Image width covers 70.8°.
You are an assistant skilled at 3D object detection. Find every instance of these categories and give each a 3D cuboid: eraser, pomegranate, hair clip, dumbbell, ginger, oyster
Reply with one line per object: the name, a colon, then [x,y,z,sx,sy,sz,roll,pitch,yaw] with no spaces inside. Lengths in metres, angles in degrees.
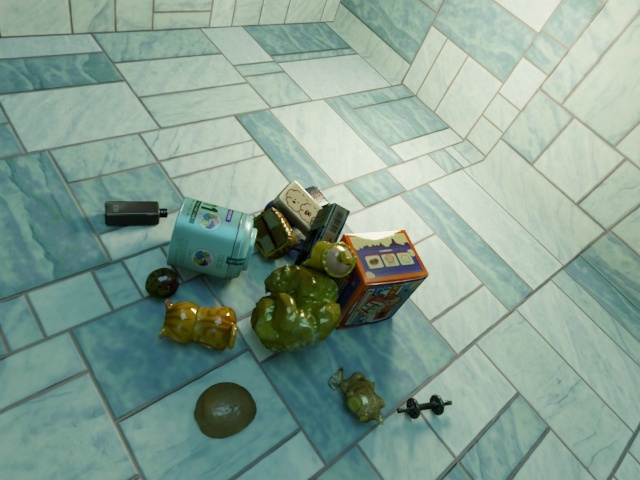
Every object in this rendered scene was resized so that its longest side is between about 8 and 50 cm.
eraser: [-0.112,-0.161,2.205,0.331,0.102,0.155,-23,64,-37]
pomegranate: [-0.604,0.157,1.714,0.130,0.130,0.130,12,48,-14]
hair clip: [-0.116,0.029,2.082,0.195,0.052,0.124,12,43,-7]
dumbbell: [0.410,0.651,1.765,0.253,0.082,0.082,0,52,-23]
ginger: [0.163,0.600,1.688,0.157,0.102,0.216,1,45,-53]
oyster: [0.070,0.536,1.748,0.051,0.034,0.093,33,56,27]

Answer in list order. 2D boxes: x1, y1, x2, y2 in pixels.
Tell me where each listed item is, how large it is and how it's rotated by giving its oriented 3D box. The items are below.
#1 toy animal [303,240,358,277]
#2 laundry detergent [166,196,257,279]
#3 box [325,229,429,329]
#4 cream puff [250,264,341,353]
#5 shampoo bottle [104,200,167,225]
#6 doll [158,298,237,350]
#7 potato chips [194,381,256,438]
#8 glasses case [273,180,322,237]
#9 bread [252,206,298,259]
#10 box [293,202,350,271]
toy animal: [0.047,0.075,1.718,0.155,0.229,0.156,4,81,-27]
laundry detergent: [-0.424,0.000,1.810,0.304,0.287,0.288,15,48,-11]
box: [0.213,0.164,1.905,0.318,0.349,0.257,-5,54,-28]
cream puff: [-0.102,0.235,1.703,0.378,0.378,0.276,-33,106,-39]
shampoo bottle: [-0.773,-0.114,1.895,0.245,0.079,0.080,-2,54,-25]
doll: [-0.432,0.308,1.639,0.269,0.162,0.167,7,64,-5]
potato chips: [-0.318,0.569,1.533,0.207,0.062,0.196,16,46,-7]
glasses case: [-0.058,-0.112,2.091,0.336,0.076,0.144,45,57,-13]
bread: [-0.213,-0.026,2.006,0.222,0.181,0.096,58,17,23]
box: [0.000,0.000,1.940,0.084,0.198,0.311,29,75,-16]
